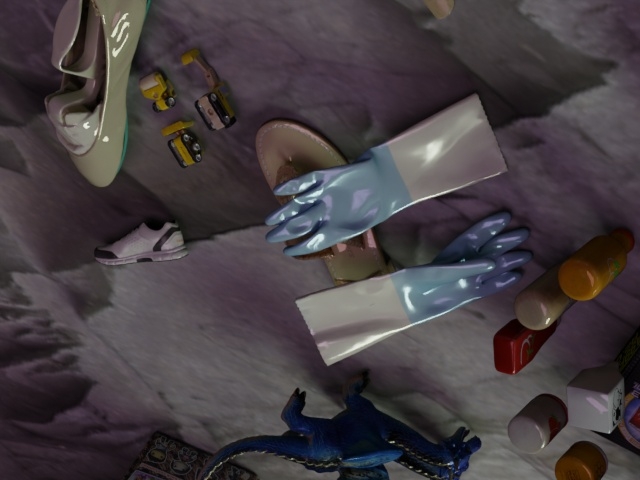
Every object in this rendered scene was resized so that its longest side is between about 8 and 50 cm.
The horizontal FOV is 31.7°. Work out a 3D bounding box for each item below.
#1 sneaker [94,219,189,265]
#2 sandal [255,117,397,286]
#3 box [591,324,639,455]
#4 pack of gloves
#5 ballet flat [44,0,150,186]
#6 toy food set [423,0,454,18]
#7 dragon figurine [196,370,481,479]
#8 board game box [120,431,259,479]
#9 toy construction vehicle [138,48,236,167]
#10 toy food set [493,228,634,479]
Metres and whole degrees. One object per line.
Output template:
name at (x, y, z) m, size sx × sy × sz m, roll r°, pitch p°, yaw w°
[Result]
sneaker at (-0.190, 0.002, 1.190) m, size 0.109 × 0.040 × 0.043 m, roll -7°, pitch 99°, yaw 19°
sandal at (0.005, -0.002, 1.086) m, size 0.088 × 0.079 × 0.240 m, roll -21°, pitch 109°, yaw 29°
box at (0.415, 0.146, 1.032) m, size 0.270 × 0.060 × 0.216 m, roll 28°, pitch 123°, yaw 3°
pack of gloves at (0.075, 0.002, 1.033) m, size 0.232 × 0.046 × 0.195 m, roll -24°, pitch 115°, yaw 4°
ballet flat at (-0.225, -0.155, 1.079) m, size 0.086 × 0.086 × 0.248 m, roll 20°, pitch 121°, yaw 8°
toy food set at (0.130, -0.272, 0.912) m, size 0.192 × 0.038 × 0.132 m, roll -34°, pitch 102°, yaw 32°
dragon figurine at (0.029, 0.218, 1.131) m, size 0.144 × 0.289 × 0.085 m, roll 45°, pitch 131°, yaw 39°
board game box at (-0.203, 0.408, 1.267) m, size 0.141 × 0.291 × 0.232 m, roll 21°, pitch 124°, yaw 8°
toy construction vehicle at (-0.124, -0.129, 1.094) m, size 0.086 × 0.035 × 0.098 m, roll -21°, pitch 107°, yaw 40°
toy food set at (0.233, 0.105, 1.039) m, size 0.111 × 0.104 × 0.232 m, roll 7°, pitch 113°, yaw 37°
